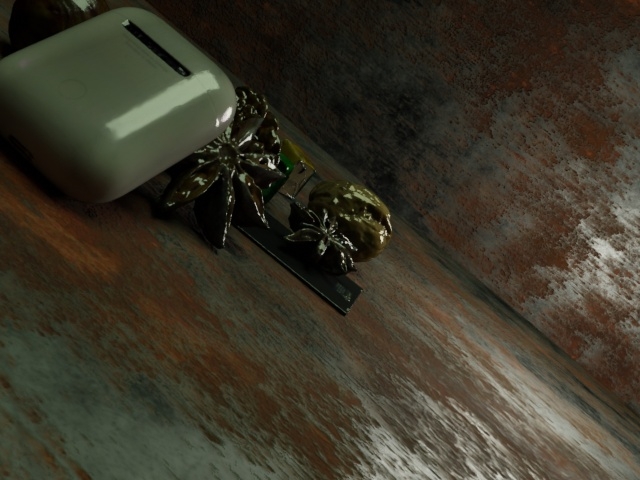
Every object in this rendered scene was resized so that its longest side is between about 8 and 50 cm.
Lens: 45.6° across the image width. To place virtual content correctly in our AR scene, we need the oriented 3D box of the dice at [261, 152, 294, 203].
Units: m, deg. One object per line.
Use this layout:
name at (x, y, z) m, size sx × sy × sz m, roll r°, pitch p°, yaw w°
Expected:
dice at (-0.150, -0.174, 1.888) m, size 0.131 × 0.128 × 0.120 m, roll 37°, pitch 10°, yaw 1°

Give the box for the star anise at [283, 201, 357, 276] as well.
star anise at (0.000, 0.000, 1.711) m, size 0.209 × 0.089 × 0.231 m, roll 52°, pitch 19°, yaw 5°

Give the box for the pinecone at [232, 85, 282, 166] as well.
pinecone at (-0.202, -0.213, 1.671) m, size 0.244 × 0.244 × 0.309 m, roll 46°, pitch -3°, yaw 31°

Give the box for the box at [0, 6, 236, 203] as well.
box at (-0.326, -0.223, 1.203) m, size 0.288 × 0.141 × 0.349 m, roll 40°, pitch 52°, yaw 13°

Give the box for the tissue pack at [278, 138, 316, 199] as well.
tissue pack at (-0.093, -0.210, 2.214) m, size 0.082 × 0.120 × 0.169 m, roll 33°, pitch 14°, yaw -30°

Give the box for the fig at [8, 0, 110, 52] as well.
fig at (-0.507, -0.382, 1.600) m, size 0.321 × 0.217 × 0.217 m, roll 64°, pitch -4°, yaw -34°

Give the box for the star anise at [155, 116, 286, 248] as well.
star anise at (-0.202, -0.140, 1.411) m, size 0.331 × 0.332 × 0.117 m, roll 31°, pitch -30°, yaw -31°

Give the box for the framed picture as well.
framed picture at (-0.055, 0.031, 1.687) m, size 0.338 × 0.014 × 0.255 m, roll 39°, pitch 12°, yaw 3°

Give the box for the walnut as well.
walnut at (0.073, -0.048, 1.946) m, size 0.245 × 0.198 × 0.198 m, roll 33°, pitch 13°, yaw -14°
